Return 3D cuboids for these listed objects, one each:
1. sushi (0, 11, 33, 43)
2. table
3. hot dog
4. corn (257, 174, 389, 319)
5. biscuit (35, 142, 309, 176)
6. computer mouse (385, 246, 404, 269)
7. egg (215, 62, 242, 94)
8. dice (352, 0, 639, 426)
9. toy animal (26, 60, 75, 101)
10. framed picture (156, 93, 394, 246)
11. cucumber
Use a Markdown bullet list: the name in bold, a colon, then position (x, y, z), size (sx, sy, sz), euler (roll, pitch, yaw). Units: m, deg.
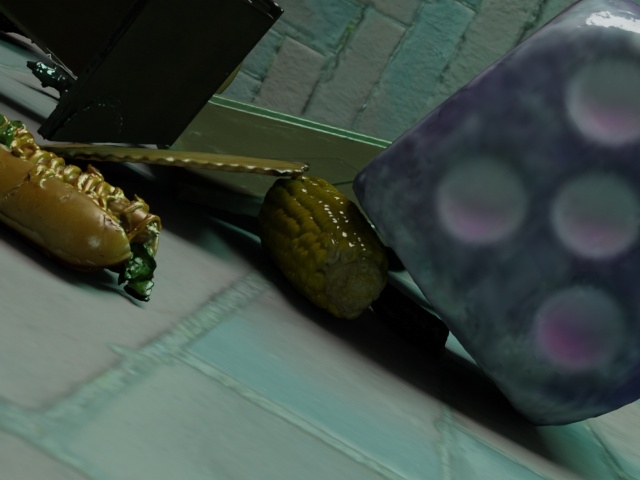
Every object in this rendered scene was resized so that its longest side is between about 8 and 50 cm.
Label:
- **sushi**: position (-0.537, -0.450, 1.590), size (0.181, 0.196, 0.343), euler (29, 1, -20)
- **table**: position (-0.216, -0.240, 0.831), size (0.250, 0.196, 0.282), euler (44, 12, 5)
- **hot dog**: position (-0.166, -0.032, 0.522), size (0.188, 0.055, 0.072), euler (29, 5, 15)
- **corn**: position (0.000, 0.000, 0.807), size (0.097, 0.097, 0.262), euler (26, 8, -21)
- **biscuit**: position (-0.130, -0.078, 0.837), size (0.236, 0.013, 0.232), euler (6, 7, 0)
- **computer mouse**: position (0.093, -0.035, 1.377), size (0.183, 0.116, 0.323), euler (35, 7, 9)
- **egg**: position (-0.292, -0.386, 1.617), size (0.301, 0.301, 0.374), euler (23, 8, -41)
- **dice**: position (0.205, -0.026, 0.767), size (0.270, 0.271, 0.270), euler (53, 6, -1)
- **toy animal**: position (-0.324, -0.197, 1.173), size (0.135, 0.047, 0.065), euler (26, 2, -11)
- **framed picture**: position (0.003, -0.087, 1.125), size (0.446, 0.028, 0.326), euler (12, 25, -24)
- **cucumber**: position (0.074, 0.069, 0.853), size (0.034, 0.033, 0.135), euler (-20, 37, -35)
